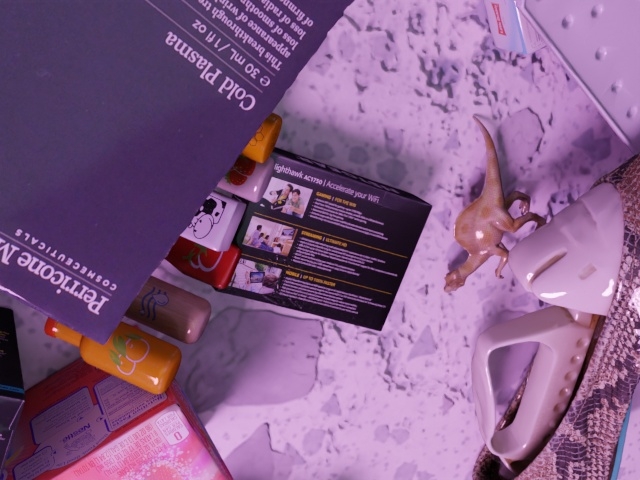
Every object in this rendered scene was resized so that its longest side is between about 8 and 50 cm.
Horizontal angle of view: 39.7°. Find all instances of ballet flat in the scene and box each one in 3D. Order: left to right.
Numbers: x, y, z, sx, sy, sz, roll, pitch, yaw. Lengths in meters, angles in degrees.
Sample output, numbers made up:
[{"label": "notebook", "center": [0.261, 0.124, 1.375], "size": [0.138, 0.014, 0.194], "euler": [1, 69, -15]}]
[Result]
[{"label": "ballet flat", "center": [0.249, 0.094, 0.868], "size": [0.182, 0.164, 0.483], "euler": [8, 121, -4]}]

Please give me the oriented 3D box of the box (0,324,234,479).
[{"label": "box", "center": [-0.232, 0.227, 0.734], "size": [0.300, 0.154, 0.142], "euler": [-32, 118, -11]}]

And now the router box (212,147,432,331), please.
[{"label": "router box", "center": [0.000, 0.000, 0.812], "size": [0.179, 0.046, 0.133], "euler": [17, 101, -28]}]

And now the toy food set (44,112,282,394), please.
[{"label": "toy food set", "center": [-0.119, -0.009, 0.704], "size": [0.104, 0.111, 0.232], "euler": [23, 93, 5]}]

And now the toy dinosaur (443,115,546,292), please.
[{"label": "toy dinosaur", "center": [0.174, -0.025, 0.876], "size": [0.092, 0.053, 0.183], "euler": [4, 107, -23]}]

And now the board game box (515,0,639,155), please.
[{"label": "board game box", "center": [0.391, -0.259, 0.821], "size": [0.390, 0.050, 0.390], "euler": [-50, 129, 5]}]

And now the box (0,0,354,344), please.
[{"label": "box", "center": [-0.195, -0.167, 0.540], "size": [0.343, 0.179, 0.312], "euler": [36, 91, -30]}]

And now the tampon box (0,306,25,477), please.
[{"label": "tampon box", "center": [-0.296, 0.114, 0.658], "size": [0.120, 0.161, 0.101], "euler": [16, 102, -26]}]

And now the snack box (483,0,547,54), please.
[{"label": "snack box", "center": [0.282, -0.325, 0.806], "size": [0.322, 0.060, 0.187], "euler": [-29, 120, -12]}]
